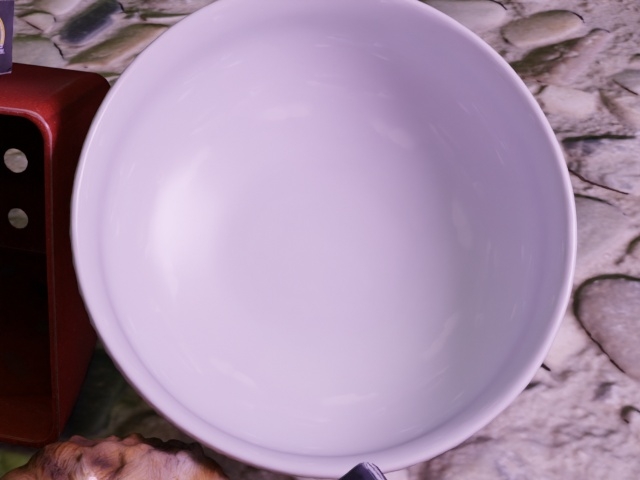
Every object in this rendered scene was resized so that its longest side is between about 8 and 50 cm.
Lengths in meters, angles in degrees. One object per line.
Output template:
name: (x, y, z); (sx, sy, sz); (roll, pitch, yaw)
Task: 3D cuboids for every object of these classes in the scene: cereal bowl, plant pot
cereal bowl: (0.000, 0.000, 0.935); (0.339, 0.141, 0.338); (1, 77, -3)
plant pot: (-0.291, -0.025, 1.066); (0.267, 0.267, 0.235); (8, 24, 10)

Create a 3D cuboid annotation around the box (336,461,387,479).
box: (0.004, 0.305, 0.549); (0.296, 0.182, 0.294); (-37, 37, -5)

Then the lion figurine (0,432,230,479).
lion figurine: (-0.248, 0.208, 0.821); (0.392, 0.142, 0.240); (-5, 11, 3)

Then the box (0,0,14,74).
box: (-0.395, -0.163, 0.971); (0.270, 0.060, 0.216); (17, 20, 35)
